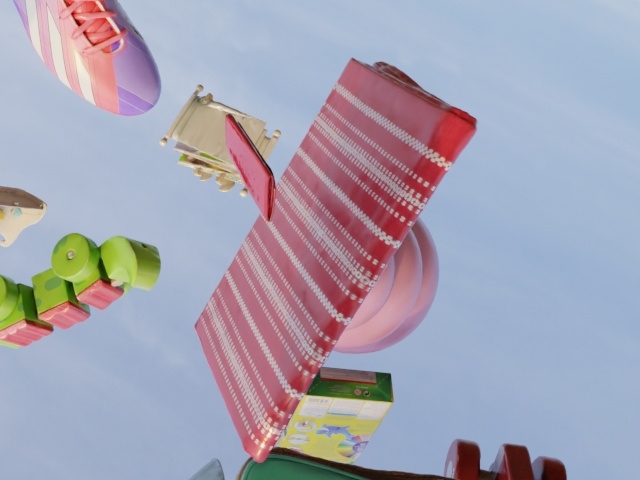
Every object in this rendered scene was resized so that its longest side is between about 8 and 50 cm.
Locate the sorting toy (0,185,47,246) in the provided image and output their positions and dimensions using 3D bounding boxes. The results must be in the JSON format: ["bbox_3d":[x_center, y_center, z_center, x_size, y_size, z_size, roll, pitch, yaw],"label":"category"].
[{"bbox_3d":[-0.388,-0.025,1.097,0.045,0.075,0.083,39,-161,34],"label":"sorting toy"}]

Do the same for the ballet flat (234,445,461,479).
[{"bbox_3d":[0.077,0.297,0.923,0.342,0.124,0.116,11,-117,7],"label":"ballet flat"}]

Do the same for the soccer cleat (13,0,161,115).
[{"bbox_3d":[-0.206,-0.208,0.720,0.083,0.095,0.248,-41,-73,-27],"label":"soccer cleat"}]

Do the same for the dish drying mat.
[{"bbox_3d":[-0.043,-0.046,0.552,0.008,0.032,0.083,-9,-144,-20],"label":"dish drying mat"}]

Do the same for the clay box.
[{"bbox_3d":[0.013,0.260,1.311,0.127,0.222,0.053,7,-128,-12],"label":"clay box"}]

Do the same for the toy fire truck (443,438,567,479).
[{"bbox_3d":[0.254,0.453,1.317,0.169,0.302,0.254,12,-153,-1],"label":"toy fire truck"}]

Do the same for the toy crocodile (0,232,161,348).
[{"bbox_3d":[-0.371,0.081,1.268,0.115,0.340,0.105,40,-151,-59],"label":"toy crocodile"}]

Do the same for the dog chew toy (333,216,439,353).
[{"bbox_3d":[0.030,0.033,1.043,0.206,0.207,0.332,33,-177,10],"label":"dog chew toy"}]

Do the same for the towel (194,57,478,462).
[{"bbox_3d":[0.000,0.000,0.669,0.031,0.275,0.199,26,-169,-26],"label":"towel"}]

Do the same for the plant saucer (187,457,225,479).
[{"bbox_3d":[-0.068,0.195,0.399,0.037,0.195,0.195,4,-137,-12],"label":"plant saucer"}]

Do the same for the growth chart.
[{"bbox_3d":[-0.195,-0.189,1.727,0.237,0.021,0.172,30,-105,22],"label":"growth chart"}]
